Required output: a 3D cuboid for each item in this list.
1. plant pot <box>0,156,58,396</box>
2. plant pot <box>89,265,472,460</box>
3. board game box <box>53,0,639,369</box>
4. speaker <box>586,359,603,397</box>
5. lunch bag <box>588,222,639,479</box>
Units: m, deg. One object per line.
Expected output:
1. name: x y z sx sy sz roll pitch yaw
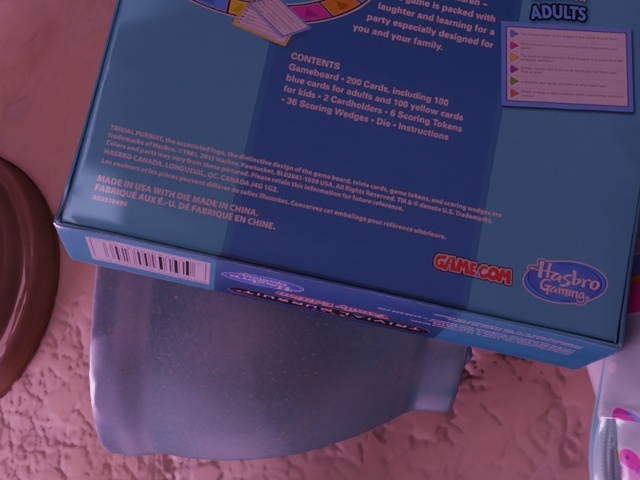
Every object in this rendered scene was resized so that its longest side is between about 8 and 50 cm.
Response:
1. plant pot: -0.331 0.026 1.031 0.237 0.110 0.237 -9 70 25
2. plant pot: 0.000 0.000 0.789 0.196 0.293 0.293 11 79 5
3. board game box: 0.039 -0.130 0.645 0.253 0.079 0.336 13 76 -3
4. speaker: 0.193 0.115 0.761 0.055 0.055 0.136 -21 65 21
5. lunch bag: 0.242 0.045 0.664 0.108 0.224 0.279 2 74 44
